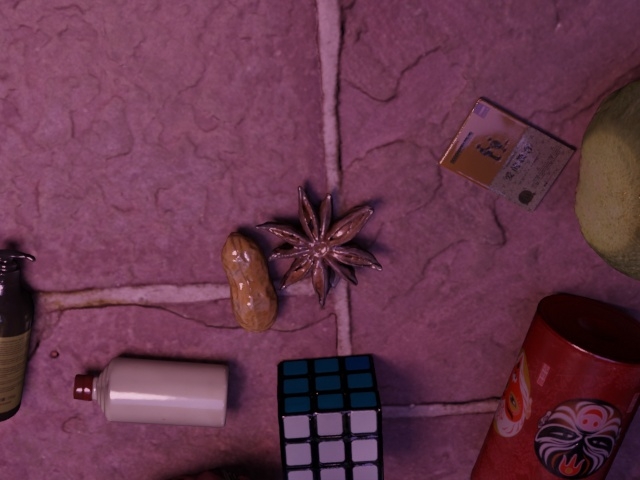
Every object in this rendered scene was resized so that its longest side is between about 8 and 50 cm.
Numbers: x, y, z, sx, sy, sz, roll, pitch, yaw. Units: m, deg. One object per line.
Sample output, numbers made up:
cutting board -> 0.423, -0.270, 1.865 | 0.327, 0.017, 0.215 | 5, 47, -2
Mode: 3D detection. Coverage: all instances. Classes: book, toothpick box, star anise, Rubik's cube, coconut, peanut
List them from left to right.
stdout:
peanut -> -0.109, 0.068, 1.579 | 0.080, 0.080, 0.175 | -12, 116, 3
star anise -> 0.000, 0.000, 1.564 | 0.195, 0.065, 0.182 | -31, 108, 16
Rubik's cube -> 0.015, 0.295, 1.646 | 0.160, 0.162, 0.163 | -4, 114, -1
book -> 0.279, -0.126, 1.543 | 0.172, 0.012, 0.118 | 26, 110, -14
toothpick box -> 0.384, 0.278, 1.632 | 0.204, 0.204, 0.333 | 13, 114, -8
coconut -> 0.522, -0.092, 1.427 | 0.328, 0.281, 0.329 | 1, 86, -22

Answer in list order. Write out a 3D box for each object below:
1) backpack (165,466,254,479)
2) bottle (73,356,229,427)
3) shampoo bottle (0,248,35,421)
backpack -> -0.169, 0.471, 1.679 | 0.283, 0.197, 0.317 | 28, 135, -12
bottle -> -0.270, 0.241, 1.641 | 0.245, 0.104, 0.104 | 4, 115, -5
shampoo bottle -> -0.498, 0.141, 1.585 | 0.101, 0.101, 0.284 | 11, 114, -7
